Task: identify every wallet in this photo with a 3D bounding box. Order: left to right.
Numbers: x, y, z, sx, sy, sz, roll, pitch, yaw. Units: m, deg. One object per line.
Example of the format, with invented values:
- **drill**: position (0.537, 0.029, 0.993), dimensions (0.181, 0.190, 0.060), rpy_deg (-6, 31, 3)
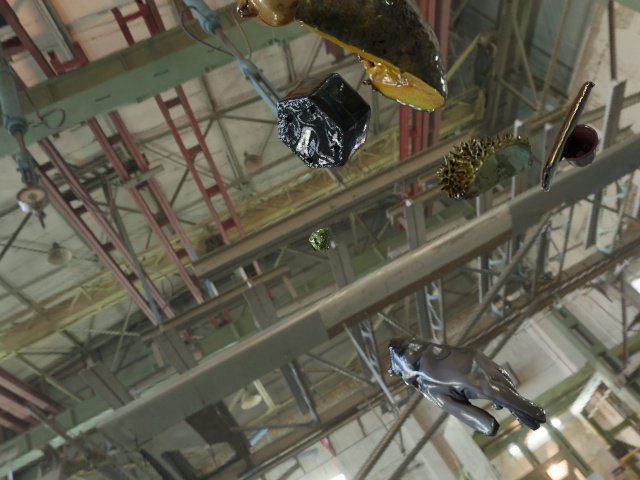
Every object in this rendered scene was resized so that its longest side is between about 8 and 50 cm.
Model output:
- **wallet**: position (0.579, -0.240, 1.236), dimensions (0.255, 0.031, 0.137), rpy_deg (-60, -21, -15)

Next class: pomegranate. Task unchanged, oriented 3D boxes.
- **pomegranate**: position (-0.095, -0.535, 1.022), dimensions (0.209, 0.209, 0.209), rpy_deg (-22, -37, -18)

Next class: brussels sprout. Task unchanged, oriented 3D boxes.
- **brussels sprout**: position (0.000, 0.000, 1.463), dimensions (0.085, 0.058, 0.085), rpy_deg (-32, -51, -50)

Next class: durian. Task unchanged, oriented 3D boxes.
- **durian**: position (0.399, -0.182, 1.231), dimensions (0.252, 0.144, 0.139), rpy_deg (-32, -75, -19)

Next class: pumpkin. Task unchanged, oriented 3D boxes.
- **pumpkin**: position (0.123, -0.307, 0.781), dimensions (0.312, 0.169, 0.148), rpy_deg (9, -77, -57)

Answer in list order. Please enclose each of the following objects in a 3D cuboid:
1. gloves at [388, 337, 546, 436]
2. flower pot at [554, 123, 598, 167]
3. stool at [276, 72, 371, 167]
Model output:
- **gloves**: position (0.237, 0.245, 0.887), dimensions (0.142, 0.286, 0.119), rpy_deg (-45, -37, -37)
- **flower pot**: position (0.716, -0.253, 1.441), dimensions (0.111, 0.111, 0.089), rpy_deg (-44, -38, 12)
- **stool**: position (0.005, -0.297, 1.313), dimensions (0.141, 0.232, 0.232), rpy_deg (-50, -26, -31)
